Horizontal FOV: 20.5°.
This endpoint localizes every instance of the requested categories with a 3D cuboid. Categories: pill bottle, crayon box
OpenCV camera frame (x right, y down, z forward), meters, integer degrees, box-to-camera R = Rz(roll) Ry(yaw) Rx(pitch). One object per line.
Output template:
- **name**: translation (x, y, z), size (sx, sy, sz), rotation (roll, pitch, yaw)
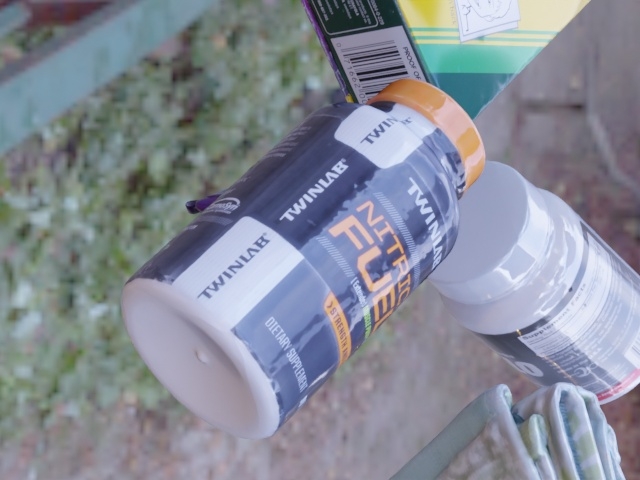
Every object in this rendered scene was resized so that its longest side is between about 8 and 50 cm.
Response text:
- **pill bottle**: translation (0.219, 0.045, 1.797), size (0.283, 0.161, 0.161), rotation (38, 51, -43)
- **crayon box**: translation (0.089, -0.313, 1.548), size (0.313, 0.106, 0.363), rotation (-45, 119, -41)
- **pill bottle**: translation (0.000, 0.000, 1.118), size (0.246, 0.130, 0.130), rotation (-45, 141, -29)

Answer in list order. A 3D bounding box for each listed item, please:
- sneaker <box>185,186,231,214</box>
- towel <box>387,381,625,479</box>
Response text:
- **sneaker**: translation (-0.058, 0.030, 1.479), size (0.223, 0.098, 0.083), rotation (-104, 177, -54)
- **towel**: translation (0.097, 0.305, 1.098), size (0.090, 0.374, 0.320), rotation (2, 53, -37)
